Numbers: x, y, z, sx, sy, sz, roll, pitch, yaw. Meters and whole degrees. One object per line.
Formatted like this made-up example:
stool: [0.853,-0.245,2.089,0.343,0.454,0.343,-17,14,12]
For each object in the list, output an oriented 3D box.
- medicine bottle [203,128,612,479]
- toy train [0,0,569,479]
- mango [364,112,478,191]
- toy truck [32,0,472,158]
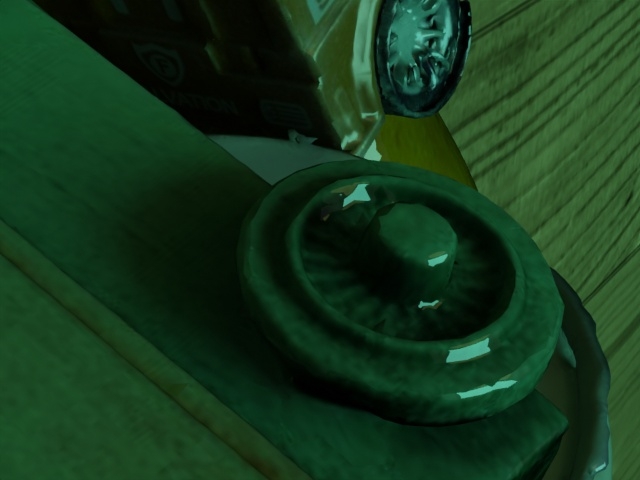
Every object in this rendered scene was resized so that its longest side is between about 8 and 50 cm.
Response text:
medicine bottle: [-0.034,0.161,0.621,0.213,0.214,0.378,-54,158,-38]
toy train: [-0.084,0.016,0.395,0.177,0.285,0.116,-36,157,-38]
mango: [0.000,0.000,0.756,0.147,0.109,0.227,-25,132,-29]
toy truck: [0.011,-0.181,0.640,0.305,0.136,0.162,-57,142,-28]
